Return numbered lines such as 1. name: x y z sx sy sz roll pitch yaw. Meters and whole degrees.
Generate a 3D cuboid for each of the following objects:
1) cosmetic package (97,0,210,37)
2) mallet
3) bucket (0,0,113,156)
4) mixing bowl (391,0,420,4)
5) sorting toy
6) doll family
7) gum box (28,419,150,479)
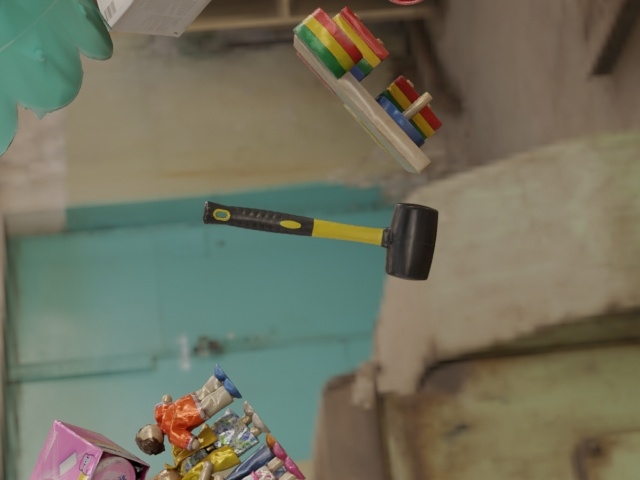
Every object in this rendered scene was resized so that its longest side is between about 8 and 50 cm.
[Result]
1. cosmetic package: -0.139 -0.309 1.782 0.239 0.099 0.060 -41 58 42
2. mallet: 0.000 0.000 1.349 0.039 0.190 0.062 -144 55 -86
3. bucket: -0.277 -0.135 0.982 0.183 0.281 0.281 61 -175 -23
4. mixing bowl: 0.116 -0.309 1.537 0.181 0.098 0.181 16 110 55
5. sorting toy: 0.040 -0.113 1.242 0.132 0.046 0.274 48 -179 -3
6. doll family: -0.118 0.283 1.980 0.263 0.163 0.118 47 173 48
7. gum box: -0.251 0.285 1.656 0.107 0.062 0.188 20 87 54
